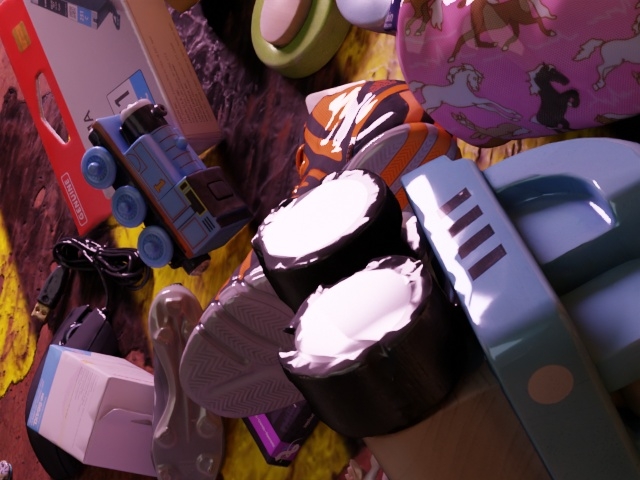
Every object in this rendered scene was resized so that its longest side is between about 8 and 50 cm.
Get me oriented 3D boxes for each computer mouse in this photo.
[{"bbox_3d":[-0.285,0.115,1.629,0.184,0.060,0.262,21,92,51],"label":"computer mouse"}]

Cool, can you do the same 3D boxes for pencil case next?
[{"bbox_3d":[0.226,-0.180,1.046,0.386,0.167,0.160,-12,37,48],"label":"pencil case"}]

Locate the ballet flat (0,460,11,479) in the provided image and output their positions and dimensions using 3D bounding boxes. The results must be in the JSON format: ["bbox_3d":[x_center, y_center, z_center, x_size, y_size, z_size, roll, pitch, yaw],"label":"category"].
[{"bbox_3d":[-0.390,0.293,1.707,0.114,0.041,0.041,-54,42,21],"label":"ballet flat"}]

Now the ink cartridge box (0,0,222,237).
[{"bbox_3d":[-0.258,-0.181,1.616,0.261,0.066,0.296,-32,77,39],"label":"ink cartridge box"}]

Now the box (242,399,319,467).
[{"bbox_3d":[-0.020,0.102,1.337,0.162,0.029,0.116,-57,41,20],"label":"box"}]

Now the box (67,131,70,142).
[{"bbox_3d":[-0.251,-0.147,1.714,0.094,0.027,0.137,-21,61,46],"label":"box"}]

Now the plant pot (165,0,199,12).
[{"bbox_3d":[-0.135,-0.319,1.575,0.095,0.134,0.134,-26,54,14],"label":"plant pot"}]

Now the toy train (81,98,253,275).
[{"bbox_3d":[-0.153,-0.055,1.471,0.105,0.080,0.184,-42,79,29],"label":"toy train"}]

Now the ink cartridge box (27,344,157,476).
[{"bbox_3d":[-0.209,0.169,1.490,0.143,0.092,0.090,20,92,52],"label":"ink cartridge box"}]

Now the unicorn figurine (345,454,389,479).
[{"bbox_3d":[0.076,0.206,1.166,0.162,0.060,0.111,152,125,-61],"label":"unicorn figurine"}]

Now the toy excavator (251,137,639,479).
[{"bbox_3d":[0.217,0.043,0.924,0.445,0.222,0.433,-30,28,4],"label":"toy excavator"}]

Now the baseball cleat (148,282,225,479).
[{"bbox_3d":[-0.123,0.142,1.428,0.109,0.072,0.206,-88,-2,-86],"label":"baseball cleat"}]

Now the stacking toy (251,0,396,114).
[{"bbox_3d":[0.008,-0.246,1.354,0.279,0.130,0.309,-50,43,25],"label":"stacking toy"}]

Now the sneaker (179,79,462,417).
[{"bbox_3d":[0.000,0.000,1.269,0.321,0.124,0.180,-46,23,18],"label":"sneaker"}]
